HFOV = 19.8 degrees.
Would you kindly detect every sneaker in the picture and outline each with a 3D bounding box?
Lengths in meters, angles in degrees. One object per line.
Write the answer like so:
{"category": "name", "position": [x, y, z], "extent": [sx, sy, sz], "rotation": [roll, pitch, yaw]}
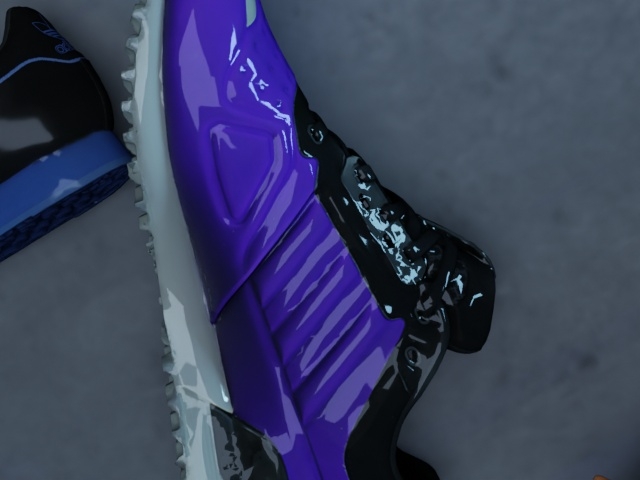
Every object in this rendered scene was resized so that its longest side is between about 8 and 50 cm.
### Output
{"category": "sneaker", "position": [-0.197, -0.015, 0.815], "extent": [0.232, 0.081, 0.090], "rotation": [-29, 84, 5]}
{"category": "sneaker", "position": [0.000, 0.000, 0.792], "extent": [0.146, 0.102, 0.293], "rotation": [-7, 101, 2]}

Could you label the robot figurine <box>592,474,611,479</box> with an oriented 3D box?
{"category": "robot figurine", "position": [0.211, 0.162, 0.775], "extent": [0.158, 0.128, 0.219], "rotation": [-32, 95, 35]}
